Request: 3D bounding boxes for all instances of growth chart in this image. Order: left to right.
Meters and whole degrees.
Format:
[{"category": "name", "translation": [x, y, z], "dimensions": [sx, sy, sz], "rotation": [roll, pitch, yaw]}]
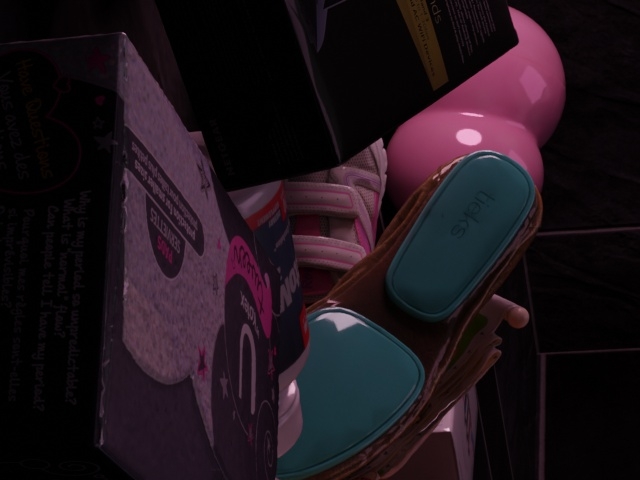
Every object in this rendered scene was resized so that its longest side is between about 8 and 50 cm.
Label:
[{"category": "growth chart", "translation": [0.057, 0.119, 1.416], "dimensions": [0.021, 0.237, 0.172], "rotation": [48, -16, -18]}]

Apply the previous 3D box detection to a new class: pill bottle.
[{"category": "pill bottle", "translation": [-0.062, 0.038, 1.086], "dimensions": [0.108, 0.108, 0.180], "rotation": [-76, 159, -58]}]

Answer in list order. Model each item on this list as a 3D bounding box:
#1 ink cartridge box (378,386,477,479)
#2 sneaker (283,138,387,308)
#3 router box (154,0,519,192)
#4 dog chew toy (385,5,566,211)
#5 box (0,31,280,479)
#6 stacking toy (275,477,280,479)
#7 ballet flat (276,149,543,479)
[{"category": "ink cartridge box", "translation": [0.066, 0.160, 1.655], "dimensions": [0.176, 0.128, 0.127], "rotation": [-79, 162, -55]}, {"category": "sneaker", "translation": [0.000, 0.000, 1.436], "dimensions": [0.111, 0.103, 0.252], "rotation": [-61, 145, -73]}, {"category": "router box", "translation": [-0.013, -0.212, 1.037], "dimensions": [0.243, 0.081, 0.309], "rotation": [-35, 110, -55]}, {"category": "dog chew toy", "translation": [0.159, -0.093, 2.082], "dimensions": [0.206, 0.207, 0.332], "rotation": [59, 37, -67]}, {"category": "box", "translation": [-0.107, 0.044, 0.758], "dimensions": [0.247, 0.142, 0.163], "rotation": [63, 26, -65]}, {"category": "stacking toy", "translation": [0.030, 0.324, 1.125], "dimensions": [0.350, 0.351, 0.480], "rotation": [-76, 144, -57]}, {"category": "ballet flat", "translation": [0.038, 0.074, 1.356], "dimensions": [0.342, 0.116, 0.124], "rotation": [-51, 171, -28]}]
